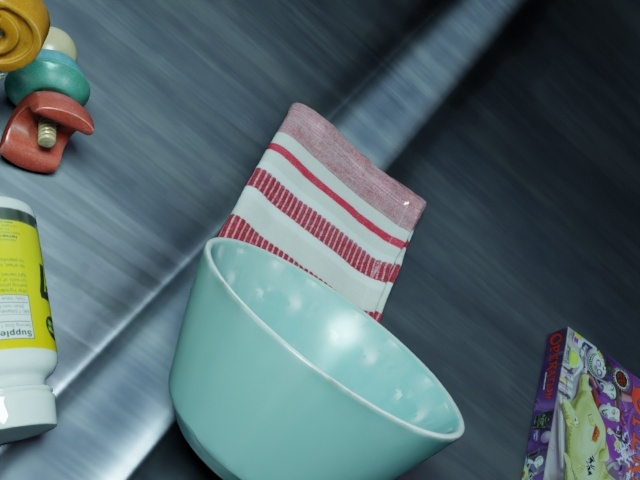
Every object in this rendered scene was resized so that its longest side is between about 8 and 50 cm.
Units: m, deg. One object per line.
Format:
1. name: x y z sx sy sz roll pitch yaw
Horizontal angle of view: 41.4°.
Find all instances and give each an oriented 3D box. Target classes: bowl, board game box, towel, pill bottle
1. bowl: -0.029 0.151 0.853 0.311 0.163 0.311 35 10 -7
2. board game box: 0.381 0.318 1.196 0.208 0.056 0.347 37 52 -22
3. towel: 0.000 0.000 1.077 0.237 0.037 0.329 37 52 -16
4. pill bottle: -0.304 0.075 0.766 0.119 0.119 0.208 -2 71 -37

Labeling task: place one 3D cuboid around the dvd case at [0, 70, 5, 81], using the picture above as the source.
1. dvd case: -0.406 -0.124 0.738 0.164 0.221 0.018 44 17 -11

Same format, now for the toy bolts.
1. toy bolts: -0.319 -0.201 0.851 0.228 0.218 0.158 29 40 -45
